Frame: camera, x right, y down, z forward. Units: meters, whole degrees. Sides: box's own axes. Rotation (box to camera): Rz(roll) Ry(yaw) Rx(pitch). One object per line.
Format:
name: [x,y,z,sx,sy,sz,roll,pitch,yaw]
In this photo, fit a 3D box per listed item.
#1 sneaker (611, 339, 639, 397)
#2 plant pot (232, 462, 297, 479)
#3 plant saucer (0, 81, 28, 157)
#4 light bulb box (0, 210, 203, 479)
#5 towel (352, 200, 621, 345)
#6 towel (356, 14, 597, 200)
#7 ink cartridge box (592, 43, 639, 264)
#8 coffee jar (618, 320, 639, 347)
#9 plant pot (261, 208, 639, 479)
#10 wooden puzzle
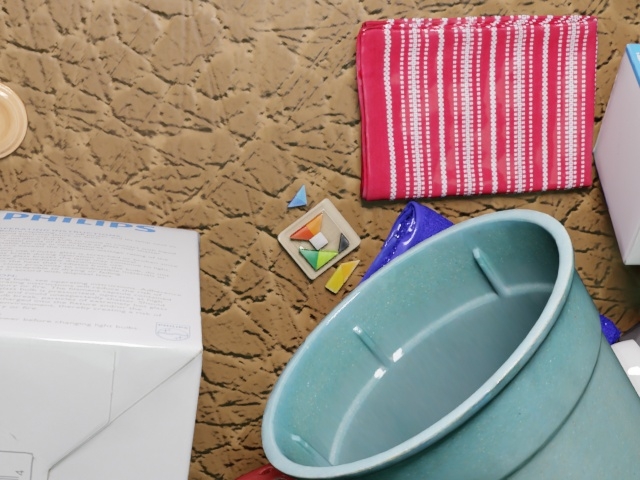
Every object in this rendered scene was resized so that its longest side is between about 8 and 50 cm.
sneaker: [0.323,0.289,1.170,0.150,0.135,0.366,-11,116,-7]
plant pot: [0.008,0.321,1.121,0.174,0.191,0.191,-27,108,-8]
plant saucer: [-0.344,-0.124,1.028,0.083,0.013,0.084,-2,105,-8]
light bulb box: [-0.239,0.189,0.951,0.225,0.361,0.358,7,104,-9]
towel: [0.171,0.123,1.149,0.308,0.076,0.228,29,100,-16]
towel: [0.173,-0.145,1.100,0.274,0.031,0.199,-4,107,-9]
ink cartridge box: [0.430,-0.090,1.039,0.232,0.171,0.168,-1,138,-2]
coffee jar: [0.439,0.166,1.203,0.096,0.079,0.184,-37,107,2]
plant pot: [0.178,0.205,0.971,0.341,0.341,0.334,-39,109,3]
wooden puzzle: [0.000,0.000,1.119,0.078,0.014,0.116,-45,107,4]
